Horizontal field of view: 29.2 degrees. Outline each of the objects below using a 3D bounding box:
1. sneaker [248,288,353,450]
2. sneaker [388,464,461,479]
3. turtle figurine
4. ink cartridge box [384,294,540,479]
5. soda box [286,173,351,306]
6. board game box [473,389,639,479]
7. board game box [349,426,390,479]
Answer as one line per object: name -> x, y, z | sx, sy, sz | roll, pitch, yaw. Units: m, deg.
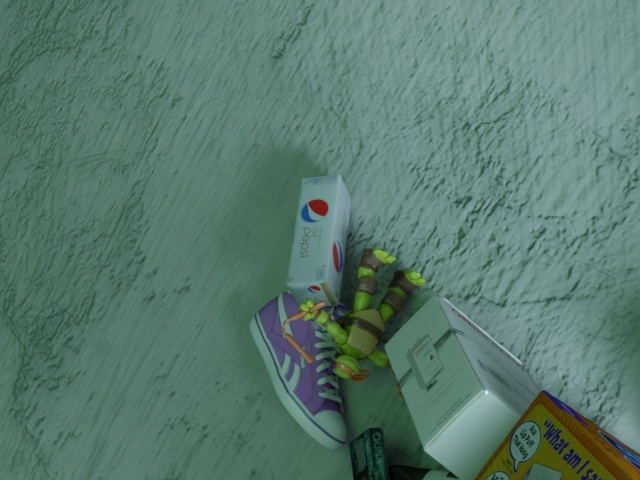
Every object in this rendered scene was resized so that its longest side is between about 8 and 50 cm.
sneaker -> 0.000, 0.185, 1.962 | 0.161, 0.102, 0.282 | -38, 59, 14
sneaker -> 0.214, 0.391, 1.769 | 0.330, 0.146, 0.122 | 11, 109, 56
turtle figurine -> 0.081, 0.137, 1.900 | 0.217, 0.269, 0.087 | -63, 11, -20
ink cartridge box -> 0.218, 0.226, 1.675 | 0.117, 0.207, 0.283 | -46, 21, 12
soda box -> 0.000, 0.000, 1.983 | 0.069, 0.074, 0.216 | -5, 53, 18
board game box -> 0.342, 0.459, 1.415 | 0.356, 0.356, 0.356 | -54, 17, 5
board game box -> 0.080, 0.384, 1.847 | 0.026, 0.126, 0.186 | -2, 71, -14
